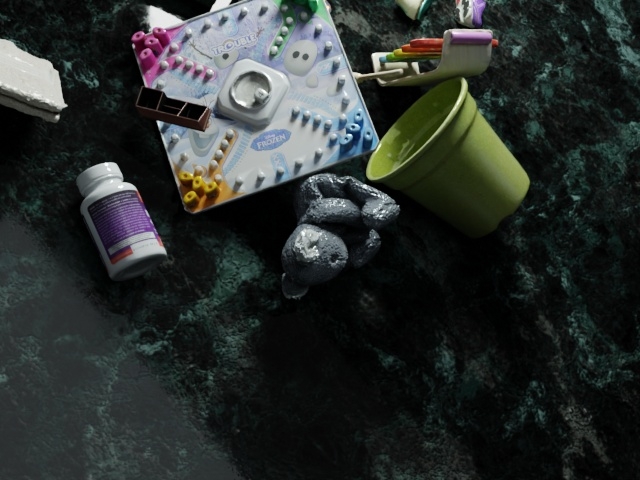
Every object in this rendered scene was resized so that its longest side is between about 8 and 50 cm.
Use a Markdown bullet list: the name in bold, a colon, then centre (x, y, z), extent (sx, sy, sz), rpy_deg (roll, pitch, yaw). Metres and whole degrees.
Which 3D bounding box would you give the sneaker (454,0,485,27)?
- **sneaker**: centre (0.364, -0.585, 2.259), extent (0.071, 0.068, 0.170), rpy_deg (18, 69, -33)

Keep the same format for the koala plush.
- **koala plush**: centre (0.000, 0.000, 1.763), extent (0.203, 0.196, 0.221), rpy_deg (31, 59, 5)

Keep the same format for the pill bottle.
- **pill bottle**: centre (-0.358, -0.035, 1.655), extent (0.108, 0.108, 0.193), rpy_deg (-20, 77, -30)

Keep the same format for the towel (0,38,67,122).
- **towel**: centre (-0.585, -0.305, 1.633), extent (0.282, 0.049, 0.187), rpy_deg (18, 27, -33)

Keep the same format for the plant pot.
- **plant pot**: centre (0.279, -0.150, 1.920), extent (0.254, 0.276, 0.276), rpy_deg (40, 57, -16)

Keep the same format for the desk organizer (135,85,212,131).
- **desk organizer**: centre (-0.274, -0.246, 1.747), extent (0.130, 0.050, 0.047), rpy_deg (15, 78, 9)

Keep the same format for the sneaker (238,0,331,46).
- **sneaker**: centre (-0.052, -0.429, 1.957), extent (0.180, 0.124, 0.321), rpy_deg (-4, 69, -24)

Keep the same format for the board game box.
- **board game box**: centre (-0.132, -0.290, 1.801), extent (0.390, 0.050, 0.390), rpy_deg (-20, 75, -1)

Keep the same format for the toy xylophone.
- **toy xylophone**: centre (0.205, -0.374, 1.955), extent (0.236, 0.323, 0.081), rpy_deg (-6, 94, -34)

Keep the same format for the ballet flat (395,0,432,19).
- **ballet flat**: centre (0.256, -0.616, 2.210), extent (0.086, 0.086, 0.248), rpy_deg (41, 59, -2)

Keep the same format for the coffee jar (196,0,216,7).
- **coffee jar**: centre (-0.291, -0.562, 1.938), extent (0.184, 0.079, 0.096), rpy_deg (20, 61, -14)
